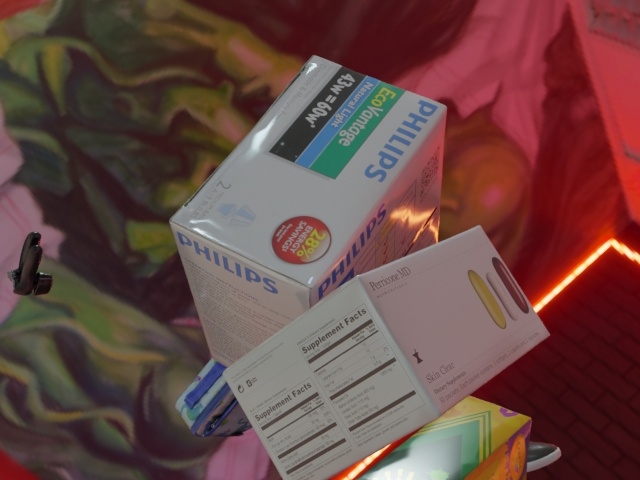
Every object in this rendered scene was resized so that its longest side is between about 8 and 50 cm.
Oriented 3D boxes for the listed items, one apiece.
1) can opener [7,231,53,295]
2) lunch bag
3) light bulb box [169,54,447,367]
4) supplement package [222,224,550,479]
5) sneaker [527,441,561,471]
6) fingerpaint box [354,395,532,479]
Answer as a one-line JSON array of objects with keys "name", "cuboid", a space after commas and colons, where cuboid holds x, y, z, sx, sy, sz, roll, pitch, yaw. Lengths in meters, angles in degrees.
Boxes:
[{"name": "can opener", "cuboid": [-0.502, 0.039, 1.684, 0.059, 0.073, 0.186, 65, -28, 25]}, {"name": "lunch bag", "cuboid": [-0.146, 0.257, 1.745, 0.090, 0.219, 0.176, 48, 16, 30]}, {"name": "light bulb box", "cuboid": [0.000, 0.000, 1.403, 0.225, 0.358, 0.361, 25, -31, 21]}, {"name": "supplement package", "cuboid": [0.074, 0.115, 0.998, 0.262, 0.204, 0.145, -20, 75, -54]}, {"name": "sneaker", "cuboid": [0.349, 0.409, 2.043, 0.104, 0.296, 0.146, -10, 94, -77]}, {"name": "fingerpaint box", "cuboid": [0.231, 0.575, 1.836, 0.163, 0.371, 0.444, 15, -63, 37]}]
